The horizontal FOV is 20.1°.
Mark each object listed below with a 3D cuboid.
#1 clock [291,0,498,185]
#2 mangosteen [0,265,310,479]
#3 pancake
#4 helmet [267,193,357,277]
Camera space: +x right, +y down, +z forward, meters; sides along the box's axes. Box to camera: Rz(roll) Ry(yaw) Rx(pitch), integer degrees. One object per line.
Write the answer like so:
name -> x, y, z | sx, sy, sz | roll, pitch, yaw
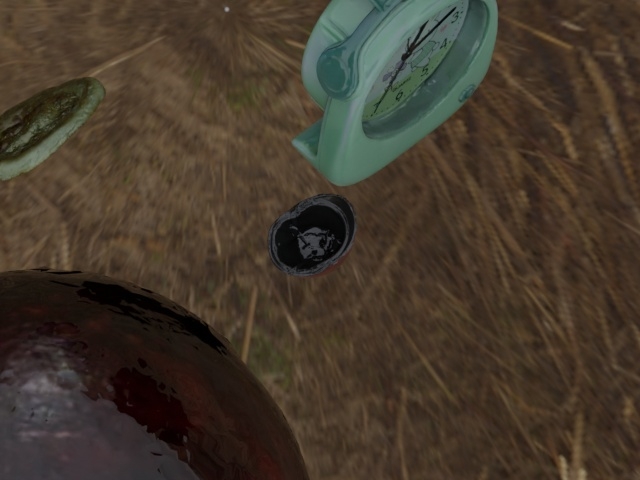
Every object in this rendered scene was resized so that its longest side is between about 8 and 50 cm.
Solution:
clock -> 0.035, -0.090, 0.802 | 0.101, 0.135, 0.041 | -36, 66, -23
mangosteen -> -0.099, 0.097, 0.514 | 0.210, 0.210, 0.210 | 0, 97, -3
pancake -> -0.190, -0.074, 1.201 | 0.108, 0.108, 0.017 | -33, 116, 2
helmet -> 0.002, 0.000, 1.516 | 0.084, 0.049, 0.065 | -25, 67, 16
